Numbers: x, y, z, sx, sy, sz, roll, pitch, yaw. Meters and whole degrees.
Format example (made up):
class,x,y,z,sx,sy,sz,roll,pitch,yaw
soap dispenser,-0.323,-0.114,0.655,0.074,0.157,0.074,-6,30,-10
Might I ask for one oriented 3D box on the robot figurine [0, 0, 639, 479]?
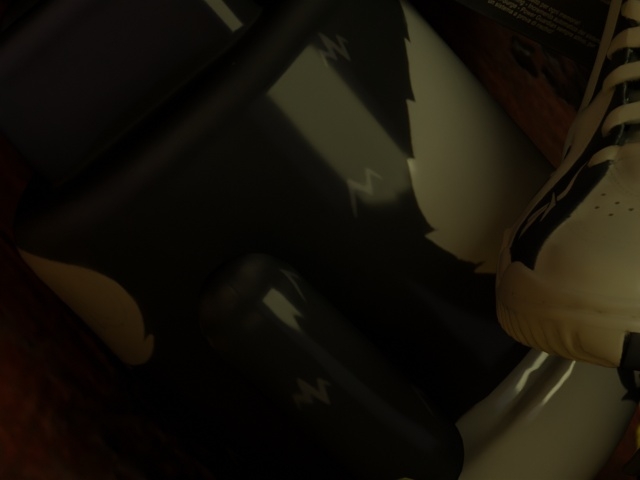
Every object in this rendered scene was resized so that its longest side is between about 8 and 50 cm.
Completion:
class,x,y,z,sx,sy,sz,roll,pitch,yaw
robot figurine,0.002,-0.002,0.725,0.278,0.173,0.209,47,56,-16

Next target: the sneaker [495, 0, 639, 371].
class,x,y,z,sx,sy,sz,roll,pitch,yaw
sneaker,0.123,-0.058,0.627,0.235,0.094,0.153,-31,129,-56

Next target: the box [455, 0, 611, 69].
class,x,y,z,sx,sy,sz,roll,pitch,yaw
box,0.028,-0.189,0.801,0.395,0.097,0.318,20,23,-38

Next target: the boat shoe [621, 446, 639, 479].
class,x,y,z,sx,sy,sz,roll,pitch,yaw
boat shoe,0.200,0.065,0.792,0.367,0.136,0.156,52,53,-75

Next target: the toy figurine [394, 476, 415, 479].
class,x,y,z,sx,sy,sz,roll,pitch,yaw
toy figurine,0.098,0.241,0.698,0.362,0.191,0.217,22,60,-36
